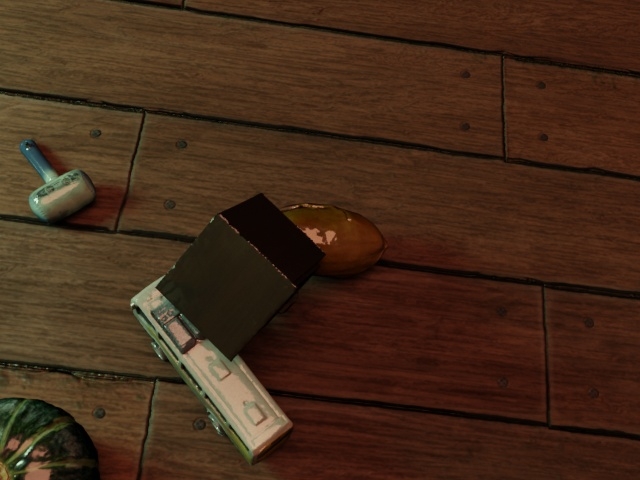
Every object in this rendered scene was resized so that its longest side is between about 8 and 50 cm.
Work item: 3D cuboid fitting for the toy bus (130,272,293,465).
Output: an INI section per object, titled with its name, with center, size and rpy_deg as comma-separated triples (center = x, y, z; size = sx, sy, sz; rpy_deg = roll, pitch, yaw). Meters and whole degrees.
[toy bus]
center = -0.182, 0.206, 1.261
size = 0.097, 0.138, 0.342
rpy_deg = -36, 75, -18

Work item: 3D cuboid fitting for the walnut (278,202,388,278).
[walnut]
center = 0.000, 0.000, 1.382
size = 0.245, 0.137, 0.137
rpy_deg = 8, 64, -12

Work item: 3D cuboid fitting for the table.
[table]
center = -0.116, 0.053, 1.245
size = 0.172, 0.193, 0.169
rpy_deg = 44, 110, 3

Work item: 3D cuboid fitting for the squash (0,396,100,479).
[squash]
center = -0.453, 0.360, 1.143
size = 0.252, 0.165, 0.252
rpy_deg = 1, 66, -2

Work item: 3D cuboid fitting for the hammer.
[hammer]
center = -0.504, -0.121, 1.423
size = 0.116, 0.069, 0.194
rpy_deg = -34, 65, -19
